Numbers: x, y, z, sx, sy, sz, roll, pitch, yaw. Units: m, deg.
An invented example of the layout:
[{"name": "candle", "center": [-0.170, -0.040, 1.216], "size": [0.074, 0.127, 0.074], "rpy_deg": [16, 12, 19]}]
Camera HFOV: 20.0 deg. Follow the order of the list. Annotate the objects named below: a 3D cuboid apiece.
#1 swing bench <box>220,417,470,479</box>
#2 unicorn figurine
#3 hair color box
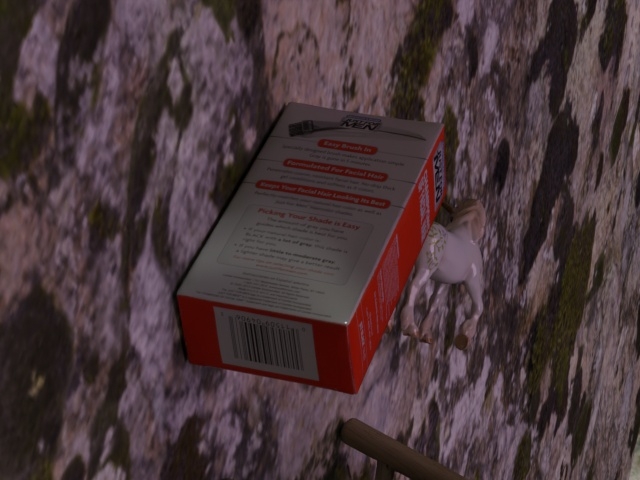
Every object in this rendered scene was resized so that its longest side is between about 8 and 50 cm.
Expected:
[{"name": "swing bench", "center": [0.088, 0.218, 1.056], "size": [0.253, 0.254, 0.165], "rpy_deg": [-4, 102, -71]}, {"name": "unicorn figurine", "center": [0.083, 0.017, 1.265], "size": [0.162, 0.060, 0.111], "rpy_deg": [27, 73, -71]}, {"name": "hair color box", "center": [0.000, 0.000, 0.952], "size": [0.167, 0.093, 0.053], "rpy_deg": [-63, 155, -44]}]
